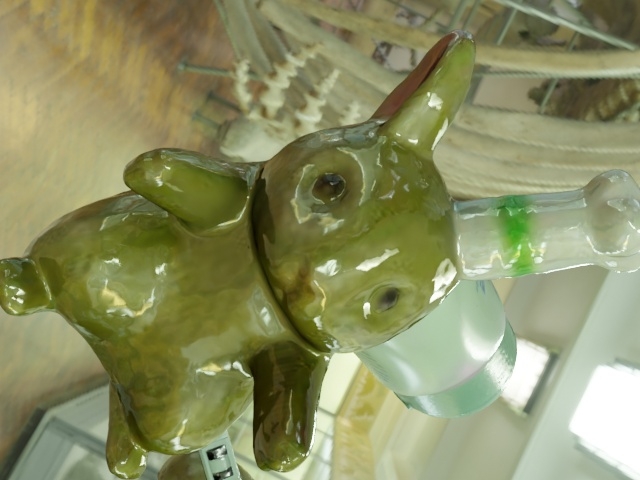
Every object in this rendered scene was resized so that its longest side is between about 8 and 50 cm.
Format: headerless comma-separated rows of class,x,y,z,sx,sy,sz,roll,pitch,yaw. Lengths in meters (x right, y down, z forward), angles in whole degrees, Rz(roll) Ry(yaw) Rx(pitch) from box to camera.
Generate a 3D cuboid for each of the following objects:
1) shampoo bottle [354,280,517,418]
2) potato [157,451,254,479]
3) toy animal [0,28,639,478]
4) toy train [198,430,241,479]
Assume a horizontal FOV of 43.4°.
shampoo bottle,0.089,0.059,0.763,0.151,0.222,0.349,-34,140,2
potato,-0.164,0.446,1.280,0.164,0.262,0.165,-21,-157,10
toy animal,-0.013,0.009,0.464,0.362,0.181,0.180,-21,-169,32
toy train,-0.125,0.302,1.027,0.047,0.043,0.208,-143,-142,-68
